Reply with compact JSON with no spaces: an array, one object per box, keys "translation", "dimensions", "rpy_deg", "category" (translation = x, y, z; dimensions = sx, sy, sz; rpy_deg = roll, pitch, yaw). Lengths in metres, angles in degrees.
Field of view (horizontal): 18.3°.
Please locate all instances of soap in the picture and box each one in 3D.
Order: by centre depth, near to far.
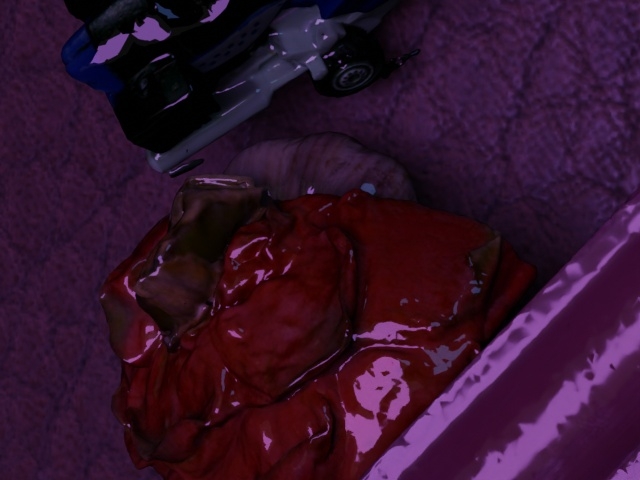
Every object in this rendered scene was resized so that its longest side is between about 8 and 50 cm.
[{"translation":[0.157,0.098,1.066],"dimensions":[0.128,0.233,0.359],"rpy_deg":[44,92,15],"category":"soap"}]

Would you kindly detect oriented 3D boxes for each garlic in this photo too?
[{"translation":[0.000,0.000,1.233],"dimensions":[0.159,0.102,0.147],"rpy_deg":[-29,97,32],"category":"garlic"}]

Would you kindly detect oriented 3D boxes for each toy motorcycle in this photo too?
[{"translation":[-0.003,-0.176,1.162],"dimensions":[0.331,0.196,0.125],"rpy_deg":[-32,65,14],"category":"toy motorcycle"}]

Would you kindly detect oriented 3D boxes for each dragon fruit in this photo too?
[{"translation":[-0.051,0.090,1.152],"dimensions":[0.205,0.152,0.317],"rpy_deg":[37,127,4],"category":"dragon fruit"}]
